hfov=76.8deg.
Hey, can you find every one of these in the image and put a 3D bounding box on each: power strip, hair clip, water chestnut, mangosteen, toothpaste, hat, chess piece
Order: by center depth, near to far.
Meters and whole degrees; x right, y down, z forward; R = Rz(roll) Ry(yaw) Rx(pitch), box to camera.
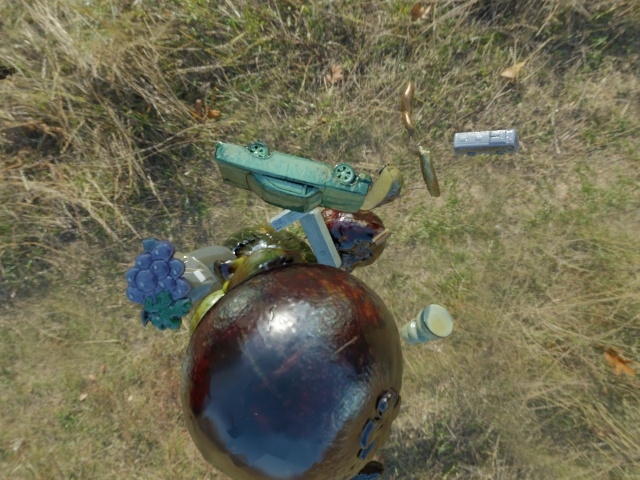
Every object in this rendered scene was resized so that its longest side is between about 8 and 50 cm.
[{"bbox_3d":[-0.042,0.173,0.552,0.329,0.330,0.330,0,93,5],"label":"mangosteen"},{"bbox_3d":[-0.326,0.091,0.815,0.124,0.052,0.196,-12,98,-3],"label":"hair clip"},{"bbox_3d":[-0.267,0.101,0.957,0.173,0.144,0.166,-6,131,43],"label":"hat"},{"bbox_3d":[-0.092,-0.085,1.308,0.164,0.034,0.046,-29,119,28],"label":"toothpaste"},{"bbox_3d":[-0.001,0.000,1.493,0.078,0.052,0.272,-13,112,29],"label":"power strip"},{"bbox_3d":[0.408,0.357,1.624,0.133,0.243,0.133,9,60,-16],"label":"chess piece"},{"bbox_3d":[0.124,0.011,1.784,0.335,0.335,0.347,8,53,4],"label":"water chestnut"}]

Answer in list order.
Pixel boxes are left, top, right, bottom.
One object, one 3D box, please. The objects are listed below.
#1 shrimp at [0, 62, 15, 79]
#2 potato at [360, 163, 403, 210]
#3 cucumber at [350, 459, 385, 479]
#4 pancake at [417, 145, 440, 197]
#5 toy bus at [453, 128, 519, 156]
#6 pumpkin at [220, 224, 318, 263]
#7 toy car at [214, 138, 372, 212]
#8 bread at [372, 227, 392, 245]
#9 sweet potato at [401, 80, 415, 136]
[{"bbox_3d":[-0.633,-0.334,0.718,0.042,0.190,0.101,5,94,13],"label":"shrimp"},{"bbox_3d":[0.207,-0.142,1.268,0.089,0.100,0.172,52,121,30],"label":"potato"},{"bbox_3d":[0.052,0.697,1.198,0.303,0.072,0.081,10,104,-19],"label":"cucumber"},{"bbox_3d":[0.450,-0.310,1.683,0.057,0.245,0.266,-11,127,17],"label":"pancake"},{"bbox_3d":[0.520,-0.311,1.276,0.190,0.075,0.064,3,77,29],"label":"toy bus"},{"bbox_3d":[-0.226,0.145,1.650,0.454,0.344,0.455,4,68,-10],"label":"pumpkin"},{"bbox_3d":[-0.059,-0.120,0.854,0.320,0.141,0.097,13,74,-2],"label":"toy car"},{"bbox_3d":[0.244,-0.015,1.602,0.083,0.047,0.036,-38,100,10],"label":"bread"},{"bbox_3d":[0.259,-0.392,1.200,0.044,0.044,0.179,2,79,5],"label":"sweet potato"}]
